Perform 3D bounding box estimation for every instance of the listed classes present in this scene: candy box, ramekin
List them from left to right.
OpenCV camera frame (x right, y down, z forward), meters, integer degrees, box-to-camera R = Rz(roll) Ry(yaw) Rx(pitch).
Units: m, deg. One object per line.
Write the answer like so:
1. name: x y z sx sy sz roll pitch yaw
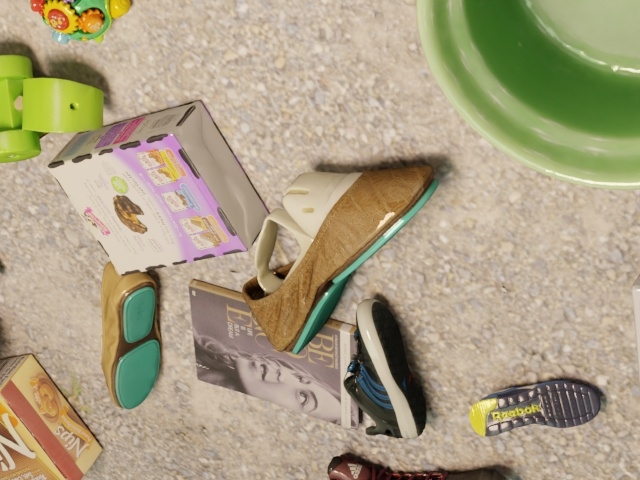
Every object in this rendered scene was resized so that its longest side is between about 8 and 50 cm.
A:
1. candy box: -0.481 0.272 2.243 0.316 0.087 0.183 -13 120 37
2. candy box: -0.182 -0.055 1.788 0.196 0.070 0.164 -11 122 36
3. ramekin: 0.247 -0.206 1.345 0.303 0.148 0.303 16 134 17

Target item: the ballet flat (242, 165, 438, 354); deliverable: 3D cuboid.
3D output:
1. ballet flat: 0.000 0.000 1.714 0.124 0.116 0.342 41 142 3

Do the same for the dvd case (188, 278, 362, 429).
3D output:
1. dvd case: -0.054 0.139 1.926 0.221 0.018 0.164 15 134 18

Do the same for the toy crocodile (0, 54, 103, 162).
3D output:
1. toy crocodile: -0.383 -0.129 1.825 0.341 0.105 0.115 -16 80 41

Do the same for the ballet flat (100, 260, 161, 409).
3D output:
1. ballet flat: -0.241 0.113 1.987 0.073 0.080 0.232 44 142 31

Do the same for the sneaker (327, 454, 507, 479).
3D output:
1. sneaker: 0.089 0.312 1.937 0.162 0.106 0.281 44 136 -6

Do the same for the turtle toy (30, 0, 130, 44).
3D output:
1. turtle toy: -0.267 -0.257 1.659 0.095 0.066 0.130 -16 119 39

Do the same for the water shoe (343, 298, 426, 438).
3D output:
1. water shoe: 0.059 0.155 1.826 0.080 0.073 0.203 -7 125 20

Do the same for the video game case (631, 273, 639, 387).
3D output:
1. video game case: 0.445 0.160 1.586 0.244 0.061 0.269 4 118 28

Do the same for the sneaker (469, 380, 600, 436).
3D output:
1. sneaker: 0.240 0.182 1.773 0.144 0.059 0.053 -7 93 16
